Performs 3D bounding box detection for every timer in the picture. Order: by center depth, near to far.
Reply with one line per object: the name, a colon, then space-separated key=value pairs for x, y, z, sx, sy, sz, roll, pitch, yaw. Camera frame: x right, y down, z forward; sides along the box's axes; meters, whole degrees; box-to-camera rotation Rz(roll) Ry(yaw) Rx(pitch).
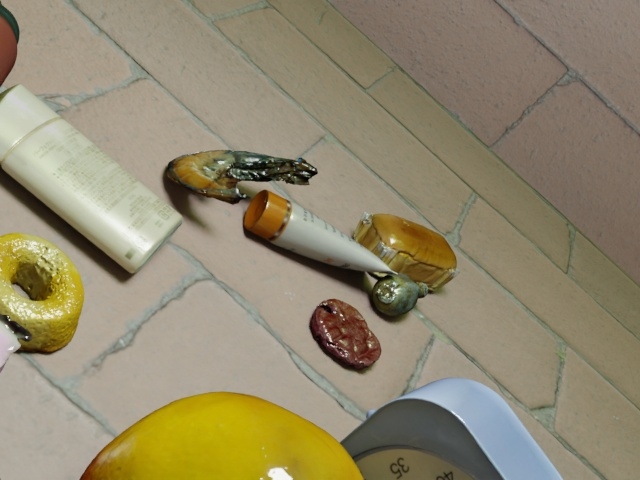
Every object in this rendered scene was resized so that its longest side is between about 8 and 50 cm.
timer: x=0.139 y=0.394 z=1.026 sx=0.173 sy=0.395 sz=0.395 roll=-5 pitch=54 yaw=-54

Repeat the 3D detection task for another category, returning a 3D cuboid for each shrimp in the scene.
shrimp: x=-0.136 y=-0.118 z=1.557 sx=0.291 sy=0.054 sz=0.222 roll=1 pitch=21 yaw=-14

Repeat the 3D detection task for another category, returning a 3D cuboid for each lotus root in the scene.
lotus root: x=0.160 y=0.108 z=1.733 sx=0.088 sy=0.088 sz=0.165 roll=53 pitch=30 yaw=18

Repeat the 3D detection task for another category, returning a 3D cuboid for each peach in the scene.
peach: x=-0.104 y=0.312 z=0.939 sx=0.289 sy=0.308 sz=0.288 roll=-11 pitch=104 yaw=-55

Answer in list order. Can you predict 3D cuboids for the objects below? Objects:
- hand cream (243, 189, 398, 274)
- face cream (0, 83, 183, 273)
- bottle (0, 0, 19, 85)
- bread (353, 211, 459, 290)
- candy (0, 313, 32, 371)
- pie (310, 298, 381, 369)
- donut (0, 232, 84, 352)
hand cream: x=0.000 y=0.000 z=1.665 sx=0.314 sy=0.089 sz=0.140 roll=24 pitch=-8 yaw=-24
face cream: x=-0.386 y=-0.101 z=1.328 sx=0.348 sy=0.081 sz=0.173 roll=39 pitch=30 yaw=-6
bottle: x=-0.546 y=-0.282 z=1.297 sx=0.144 sy=0.144 sz=0.336 roll=31 pitch=24 yaw=-20
bread: x=0.191 y=0.022 z=1.858 sx=0.241 sy=0.107 sz=0.136 roll=18 pitch=35 yaw=-38
candy: x=-0.475 y=0.093 z=0.924 sx=0.265 sy=0.116 sz=0.155 roll=40 pitch=30 yaw=-6
pie: x=0.046 y=0.172 z=1.549 sx=0.154 sy=0.038 sz=0.153 roll=32 pitch=33 yaw=-24
donut: x=-0.390 y=0.061 z=1.126 sx=0.162 sy=0.065 sz=0.178 roll=6 pitch=47 yaw=-47
